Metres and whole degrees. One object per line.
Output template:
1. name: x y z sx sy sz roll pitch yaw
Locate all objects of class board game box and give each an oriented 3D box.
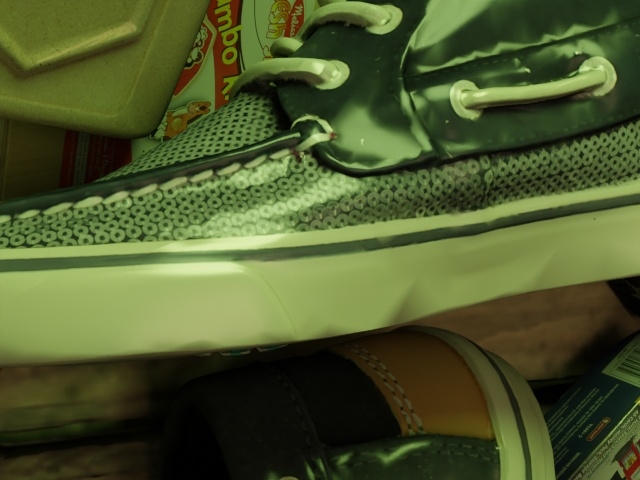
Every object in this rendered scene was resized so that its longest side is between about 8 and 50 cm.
1. board game box: 0.155 0.172 0.710 0.194 0.060 0.194 -42 121 -19

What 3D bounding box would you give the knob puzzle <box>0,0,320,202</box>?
1. knob puzzle: -0.042 -0.056 0.536 0.213 0.030 0.213 -21 127 -31

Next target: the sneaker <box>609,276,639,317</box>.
1. sneaker: 0.213 0.037 0.726 0.058 0.052 0.135 -53 124 -18

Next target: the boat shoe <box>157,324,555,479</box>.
1. boat shoe: -0.021 0.281 0.549 0.156 0.186 0.500 6 92 -30

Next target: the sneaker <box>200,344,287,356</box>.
1. sneaker: 0.000 0.000 0.549 0.166 0.065 0.076 -15 87 -18

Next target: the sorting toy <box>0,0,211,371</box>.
1. sorting toy: -0.118 -0.099 0.395 0.229 0.041 0.307 5 117 -46

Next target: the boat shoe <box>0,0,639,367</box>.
1. boat shoe: 0.017 -0.051 0.465 0.340 0.127 0.158 -8 89 -25
